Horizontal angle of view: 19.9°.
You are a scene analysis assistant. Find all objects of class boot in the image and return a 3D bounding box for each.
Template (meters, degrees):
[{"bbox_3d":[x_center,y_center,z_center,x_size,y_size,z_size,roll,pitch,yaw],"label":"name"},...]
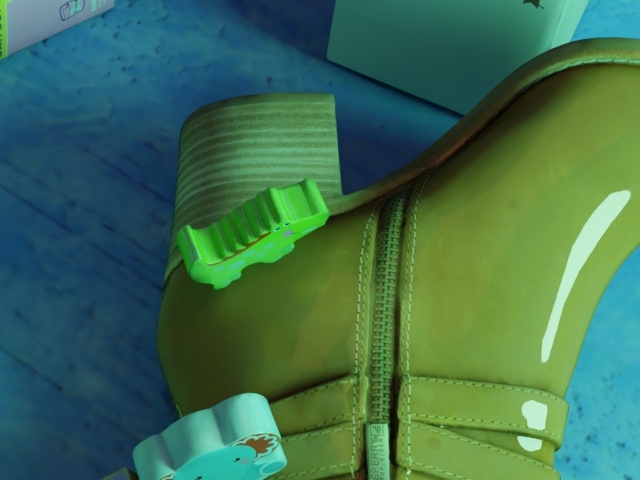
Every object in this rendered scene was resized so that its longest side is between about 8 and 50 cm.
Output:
[{"bbox_3d":[0.077,0.037,0.719,0.283,0.109,0.220,-3,60,-5],"label":"boot"}]

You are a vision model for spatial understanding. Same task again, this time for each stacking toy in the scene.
[{"bbox_3d":[-0.072,0.091,0.652,0.221,0.052,0.167,-29,61,7],"label":"stacking toy"}]

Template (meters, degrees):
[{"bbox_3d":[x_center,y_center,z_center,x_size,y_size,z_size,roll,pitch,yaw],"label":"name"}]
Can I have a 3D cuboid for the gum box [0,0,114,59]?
[{"bbox_3d":[-0.191,-0.169,0.856,0.107,0.062,0.188,-29,64,-25],"label":"gum box"}]

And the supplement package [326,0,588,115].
[{"bbox_3d":[0.089,-0.159,0.863,0.105,0.105,0.179,23,55,8],"label":"supplement package"}]
